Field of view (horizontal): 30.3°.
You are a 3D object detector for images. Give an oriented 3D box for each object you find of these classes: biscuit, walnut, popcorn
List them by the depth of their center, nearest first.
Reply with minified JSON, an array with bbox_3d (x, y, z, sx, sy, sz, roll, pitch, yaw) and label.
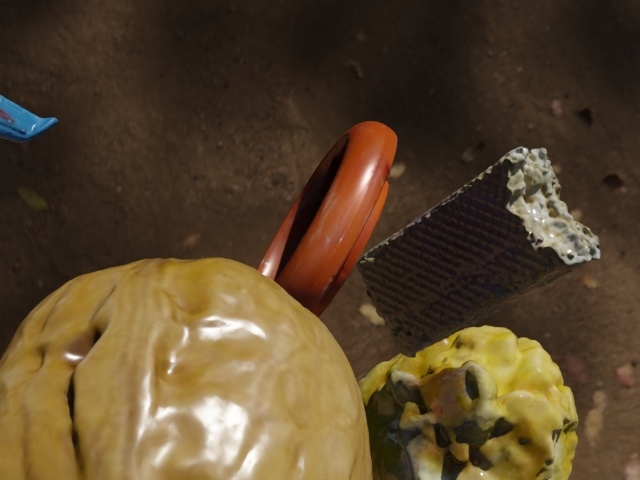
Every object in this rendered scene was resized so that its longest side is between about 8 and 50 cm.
[{"bbox_3d":[-0.073,0.113,0.563,0.195,0.195,0.221,17,34,-6],"label":"walnut"},{"bbox_3d":[0.131,0.015,1.024,0.062,0.239,0.108,-18,77,-41],"label":"biscuit"},{"bbox_3d":[0.225,0.319,1.865,0.354,0.390,0.344,-27,86,-33],"label":"popcorn"}]

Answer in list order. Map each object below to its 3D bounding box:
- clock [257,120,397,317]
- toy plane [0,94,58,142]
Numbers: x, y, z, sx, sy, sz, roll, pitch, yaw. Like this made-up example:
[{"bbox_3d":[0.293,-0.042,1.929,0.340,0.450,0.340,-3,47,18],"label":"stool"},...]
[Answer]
[{"bbox_3d":[0.000,0.000,0.918,0.051,0.205,0.205,30,67,-7],"label":"clock"},{"bbox_3d":[-0.258,-0.138,0.673,0.271,0.105,0.254,-49,129,-35],"label":"toy plane"}]
